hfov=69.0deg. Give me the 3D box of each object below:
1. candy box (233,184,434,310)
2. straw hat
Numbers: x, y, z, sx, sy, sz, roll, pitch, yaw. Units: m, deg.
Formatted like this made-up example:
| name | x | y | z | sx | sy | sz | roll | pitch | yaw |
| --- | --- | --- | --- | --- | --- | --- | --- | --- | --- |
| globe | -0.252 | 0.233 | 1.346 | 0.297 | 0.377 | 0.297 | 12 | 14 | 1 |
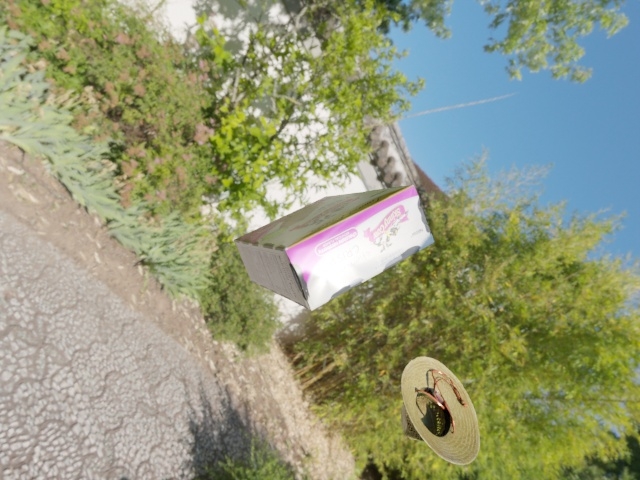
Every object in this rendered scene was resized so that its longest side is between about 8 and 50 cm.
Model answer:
| name | x | y | z | sx | sy | sz | roll | pitch | yaw |
| --- | --- | --- | --- | --- | --- | --- | --- | --- | --- |
| candy box | 0.000 | 0.000 | 0.566 | 0.233 | 0.159 | 0.071 | 6 | -59 | 67 |
| straw hat | 0.137 | 0.228 | 0.605 | 0.144 | 0.061 | 0.145 | 28 | 37 | -24 |
